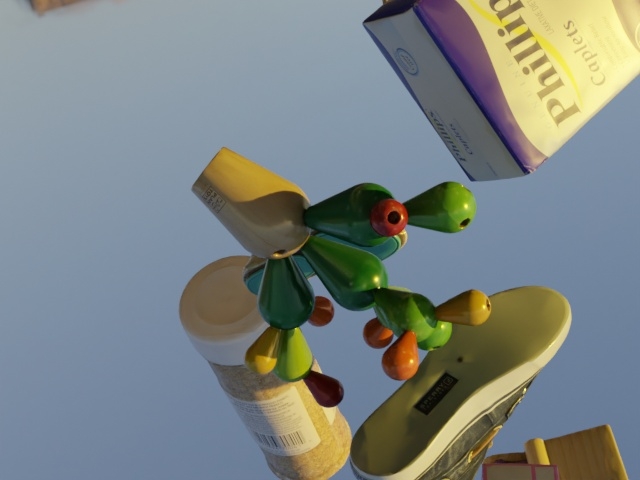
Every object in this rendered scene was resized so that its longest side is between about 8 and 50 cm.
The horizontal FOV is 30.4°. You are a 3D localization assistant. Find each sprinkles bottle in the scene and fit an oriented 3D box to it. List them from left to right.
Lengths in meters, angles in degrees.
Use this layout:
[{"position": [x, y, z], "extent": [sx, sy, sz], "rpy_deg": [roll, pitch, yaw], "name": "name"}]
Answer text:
[{"position": [-0.058, 0.166, 1.415], "extent": [0.121, 0.355, 0.121], "rpy_deg": [-9, -129, 11], "name": "sprinkles bottle"}]

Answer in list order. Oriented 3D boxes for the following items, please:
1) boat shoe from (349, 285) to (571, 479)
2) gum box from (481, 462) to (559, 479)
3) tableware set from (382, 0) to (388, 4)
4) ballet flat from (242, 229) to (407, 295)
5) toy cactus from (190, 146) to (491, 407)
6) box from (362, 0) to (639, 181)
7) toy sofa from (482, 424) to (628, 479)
[{"position": [0.095, 0.110, 0.770], "extent": [0.183, 0.083, 0.065], "rpy_deg": [-39, -132, -18], "name": "boat shoe"}, {"position": [0.156, 0.273, 0.915], "extent": [0.062, 0.107, 0.188], "rpy_deg": [1, -135, 4], "name": "gum box"}, {"position": [0.077, -0.318, 1.403], "extent": [0.020, 0.141, 0.169], "rpy_deg": [-15, -169, 10], "name": "tableware set"}, {"position": [0.000, 0.000, 0.990], "extent": [0.168, 0.057, 0.052], "rpy_deg": [-19, -139, 33], "name": "ballet flat"}, {"position": [-0.003, 0.019, 0.713], "extent": [0.112, 0.180, 0.219], "rpy_deg": [-55, -175, -34], "name": "toy cactus"}, {"position": [0.120, -0.125, 0.712], "extent": [0.137, 0.126, 0.072], "rpy_deg": [-42, -163, -17], "name": "box"}, {"position": [0.345, 0.418, 1.588], "extent": [0.177, 0.362, 0.150], "rpy_deg": [-15, -135, 8], "name": "toy sofa"}]
